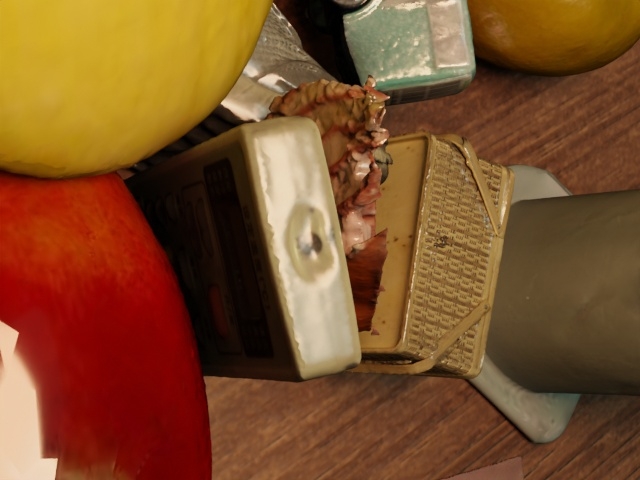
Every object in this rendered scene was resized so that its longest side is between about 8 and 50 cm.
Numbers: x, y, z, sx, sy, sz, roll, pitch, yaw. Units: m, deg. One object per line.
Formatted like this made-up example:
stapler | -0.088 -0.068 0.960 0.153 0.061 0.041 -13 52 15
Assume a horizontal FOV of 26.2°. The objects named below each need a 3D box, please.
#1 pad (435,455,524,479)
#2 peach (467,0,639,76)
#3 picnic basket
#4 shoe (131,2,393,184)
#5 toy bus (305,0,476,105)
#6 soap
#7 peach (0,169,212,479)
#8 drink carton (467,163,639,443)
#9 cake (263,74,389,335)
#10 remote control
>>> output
pad | 0.126 0.266 1.043 0.113 0.006 0.187 -8 93 -40
peach | 0.169 -0.243 1.018 0.251 0.153 0.251 -11 106 -46
picnic basket | 0.055 0.012 0.928 0.079 0.115 0.164 19 76 -39
shoe | -0.090 -0.145 0.824 0.336 0.132 0.171 26 62 -32
toy bus | 0.037 -0.218 0.895 0.109 0.091 0.261 -7 87 -1
soap | -0.105 -0.239 0.589 0.306 0.115 0.427 -38 130 -58
peach | -0.203 0.064 0.691 0.281 0.281 0.338 -12 62 -39
drink carton | 0.214 0.034 1.015 0.185 0.190 0.191 43 62 -23
cake | 0.001 -0.007 0.778 0.135 0.287 0.098 11 71 -16
remote control | -0.062 0.013 0.726 0.038 0.285 0.123 -11 92 -24
